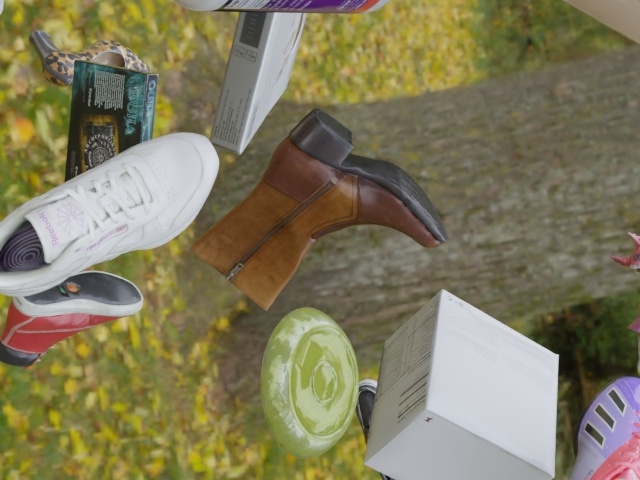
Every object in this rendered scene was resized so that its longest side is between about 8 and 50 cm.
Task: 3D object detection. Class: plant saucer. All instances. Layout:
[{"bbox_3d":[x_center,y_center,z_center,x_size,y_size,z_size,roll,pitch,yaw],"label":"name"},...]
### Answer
[{"bbox_3d":[-0.005,0.227,1.829,0.241,0.037,0.241,8,80,-53],"label":"plant saucer"}]

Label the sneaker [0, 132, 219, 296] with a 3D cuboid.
[{"bbox_3d":[-0.247,-0.022,1.281,0.114,0.305,0.152,59,-3,-2],"label":"sneaker"}]

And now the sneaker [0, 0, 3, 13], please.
[{"bbox_3d":[-0.474,-0.448,1.673,0.126,0.321,0.127,-29,79,-34],"label":"sneaker"}]

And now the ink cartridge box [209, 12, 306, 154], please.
[{"bbox_3d":[-0.084,-0.308,1.811,0.239,0.060,0.275,-64,174,-52],"label":"ink cartridge box"}]

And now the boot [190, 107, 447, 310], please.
[{"bbox_3d":[0.000,0.000,1.581,0.264,0.280,0.096,35,21,-17],"label":"boot"}]

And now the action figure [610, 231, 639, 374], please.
[{"bbox_3d":[0.638,0.100,1.858,0.370,0.248,0.276,42,47,-4],"label":"action figure"}]

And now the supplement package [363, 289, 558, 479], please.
[{"bbox_3d":[0.184,0.214,1.475,0.194,0.149,0.203,29,42,-14],"label":"supplement package"}]

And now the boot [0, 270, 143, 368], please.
[{"bbox_3d":[-0.434,0.145,1.966,0.244,0.176,0.088,-2,43,-41],"label":"boot"}]

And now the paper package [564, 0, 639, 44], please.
[{"bbox_3d":[0.305,-0.336,1.224,0.324,0.168,0.309,21,22,-31],"label":"paper package"}]

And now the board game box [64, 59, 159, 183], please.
[{"bbox_3d":[-0.275,-0.134,1.497,0.026,0.126,0.186,-14,115,-59],"label":"board game box"}]

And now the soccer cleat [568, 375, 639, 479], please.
[{"bbox_3d":[0.318,0.254,1.224,0.108,0.116,0.318,40,50,1],"label":"soccer cleat"}]

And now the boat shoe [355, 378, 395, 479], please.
[{"bbox_3d":[0.113,0.352,1.980,0.076,0.080,0.229,-18,88,-76],"label":"boat shoe"}]

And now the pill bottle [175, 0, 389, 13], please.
[{"bbox_3d":[-0.064,-0.345,1.275,0.322,0.181,0.182,-7,85,-34],"label":"pill bottle"}]

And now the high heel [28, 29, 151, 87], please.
[{"bbox_3d":[-0.421,-0.318,2.206,0.261,0.093,0.186,10,28,-36],"label":"high heel"}]
